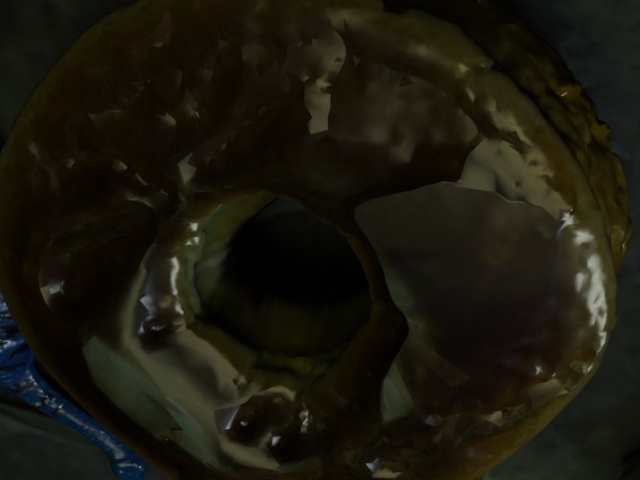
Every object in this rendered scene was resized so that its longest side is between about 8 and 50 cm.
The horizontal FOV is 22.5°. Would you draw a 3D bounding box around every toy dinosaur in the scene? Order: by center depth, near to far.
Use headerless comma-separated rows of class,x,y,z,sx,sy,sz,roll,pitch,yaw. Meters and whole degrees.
toy dinosaur,-0.210,0.025,0.940,0.144,0.076,0.329,-8,117,10

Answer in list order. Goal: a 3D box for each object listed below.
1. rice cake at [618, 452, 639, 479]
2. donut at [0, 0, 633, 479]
rice cake,0.296,0.103,0.866,0.298,0.050,0.106,-35,104,27
donut,0.000,0.000,0.838,0.330,0.160,0.330,9,114,21
